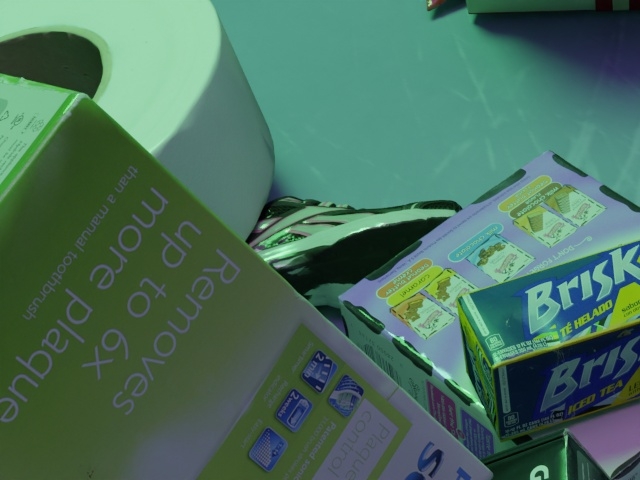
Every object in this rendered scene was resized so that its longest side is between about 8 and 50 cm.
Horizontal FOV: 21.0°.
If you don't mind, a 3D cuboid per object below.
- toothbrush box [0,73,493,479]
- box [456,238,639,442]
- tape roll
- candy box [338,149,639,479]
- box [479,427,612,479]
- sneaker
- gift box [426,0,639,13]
[{"bbox_3d":[-0.093,0.095,0.728,0.122,0.283,0.206,18,68,52],"label":"toothbrush box"},{"bbox_3d":[0.156,0.039,0.850,0.169,0.059,0.054,-17,43,-7],"label":"box"},{"bbox_3d":[-0.175,-0.047,1.040,0.286,0.100,0.286,-15,39,13],"label":"tape roll"},{"bbox_3d":[0.136,0.058,0.931,0.165,0.070,0.196,-34,48,-22],"label":"candy box"},{"bbox_3d":[0.050,0.208,0.762,0.175,0.051,0.220,-24,39,26],"label":"box"},{"bbox_3d":[0.000,0.000,1.016,0.178,0.072,0.077,-11,43,-1],"label":"sneaker"},{"bbox_3d":[0.191,-0.277,1.133,0.255,0.258,0.276,4,66,13],"label":"gift box"}]
